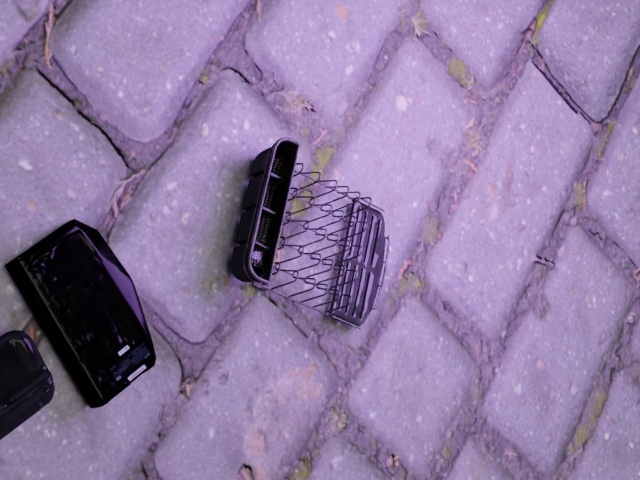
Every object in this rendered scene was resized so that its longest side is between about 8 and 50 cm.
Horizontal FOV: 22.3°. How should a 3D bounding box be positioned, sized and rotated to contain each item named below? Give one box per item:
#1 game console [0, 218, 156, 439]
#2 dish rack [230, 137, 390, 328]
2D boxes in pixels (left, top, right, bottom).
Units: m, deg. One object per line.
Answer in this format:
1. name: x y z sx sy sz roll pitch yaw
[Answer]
1. game console: -0.359 0.140 1.967 0.361 0.044 0.213 -38 106 -38
2. dish rack: 0.000 0.000 2.269 0.271 0.074 0.208 26 68 -35
